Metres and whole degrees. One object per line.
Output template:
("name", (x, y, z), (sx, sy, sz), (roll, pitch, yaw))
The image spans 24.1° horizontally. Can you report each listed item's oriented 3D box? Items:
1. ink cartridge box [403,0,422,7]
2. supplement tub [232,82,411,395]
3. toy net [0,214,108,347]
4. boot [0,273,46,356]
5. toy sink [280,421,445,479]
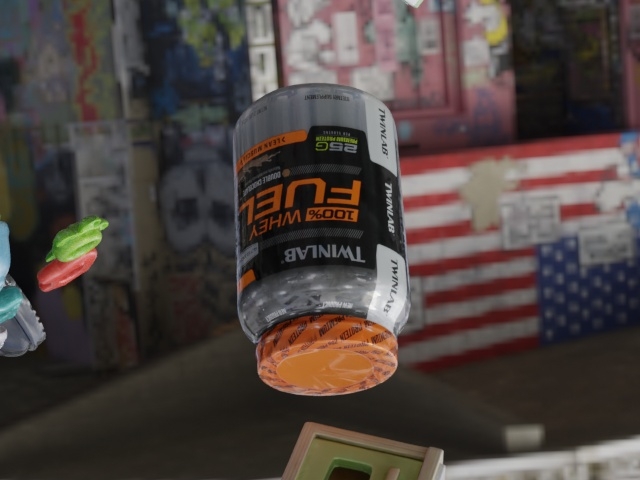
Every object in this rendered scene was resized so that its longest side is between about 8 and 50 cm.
("ink cartridge box", (0.087, -0.361, 1.590), (0.056, 0.171, 0.235), (47, -166, 32))
("supplement tub", (0.000, 0.000, 1.793), (0.207, 0.338, 0.207), (-3, 152, -2))
("toy net", (-0.211, 0.036, 0.925), (0.122, 0.045, 0.232), (-28, 171, -31))
("boot", (-0.609, 0.153, 1.927), (0.445, 0.367, 0.146), (-45, -135, -17))
("toy sink", (0.071, 0.321, 1.726), (0.234, 0.131, 0.153), (12, -136, 14))
